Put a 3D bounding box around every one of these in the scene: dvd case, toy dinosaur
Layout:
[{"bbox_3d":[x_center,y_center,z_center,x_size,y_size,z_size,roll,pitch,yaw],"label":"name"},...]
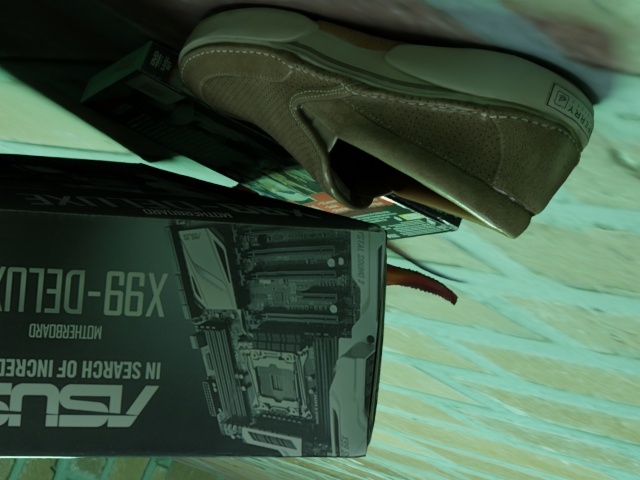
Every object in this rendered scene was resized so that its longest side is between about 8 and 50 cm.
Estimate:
[{"bbox_3d":[-0.018,-0.030,0.607,0.119,0.013,0.087,25,169,-16],"label":"dvd case"},{"bbox_3d":[0.000,0.000,0.707,0.090,0.047,0.082,-14,149,11],"label":"toy dinosaur"}]

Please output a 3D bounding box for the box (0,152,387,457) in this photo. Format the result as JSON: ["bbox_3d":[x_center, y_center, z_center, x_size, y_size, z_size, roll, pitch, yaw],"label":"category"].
[{"bbox_3d":[-0.165,0.009,0.582,0.307,0.076,0.242,3,-174,-24],"label":"box"}]

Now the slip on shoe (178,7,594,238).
[{"bbox_3d":[0.009,-0.030,0.476,0.135,0.041,0.051,15,166,37],"label":"slip on shoe"}]
